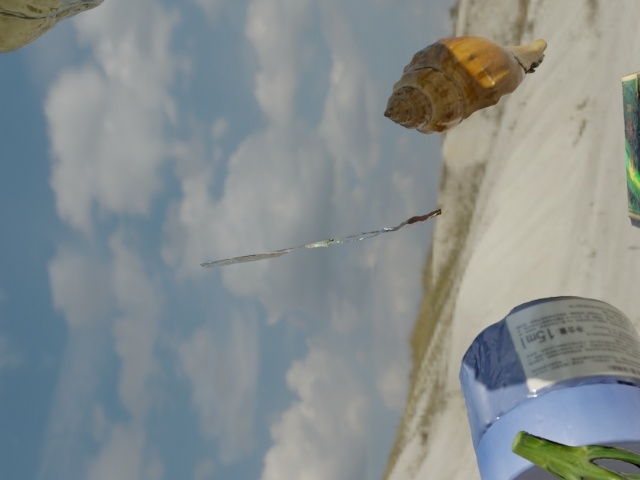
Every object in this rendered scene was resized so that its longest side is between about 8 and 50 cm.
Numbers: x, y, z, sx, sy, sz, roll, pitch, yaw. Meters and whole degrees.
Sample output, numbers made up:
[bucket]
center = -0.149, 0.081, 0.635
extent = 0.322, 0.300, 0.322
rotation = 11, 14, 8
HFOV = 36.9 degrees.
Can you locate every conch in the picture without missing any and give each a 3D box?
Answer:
[conch]
center = 0.172, -0.199, 1.100
extent = 0.330, 0.109, 0.093
rotation = -37, -78, -39

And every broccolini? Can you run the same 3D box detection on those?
[broccolini]
center = 0.268, 0.219, 0.849
extent = 0.091, 0.202, 0.068
rotation = -60, -21, -28

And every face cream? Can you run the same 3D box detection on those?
[face cream]
center = 0.312, 0.226, 1.209
extent = 0.249, 0.248, 0.225
rotation = 77, -175, -45

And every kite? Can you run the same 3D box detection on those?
[kite]
center = 0.001, 0.004, 1.396
extent = 0.204, 0.360, 0.022
rotation = -1, -102, -79

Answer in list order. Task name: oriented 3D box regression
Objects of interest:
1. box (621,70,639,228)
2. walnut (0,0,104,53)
[box]
center = 0.340, -0.085, 0.891
extent = 0.240, 0.071, 0.159
rotation = -47, -50, -82
[walnut]
center = -0.298, -0.321, 0.878
extent = 0.253, 0.282, 0.277
rotation = -33, -93, -30
